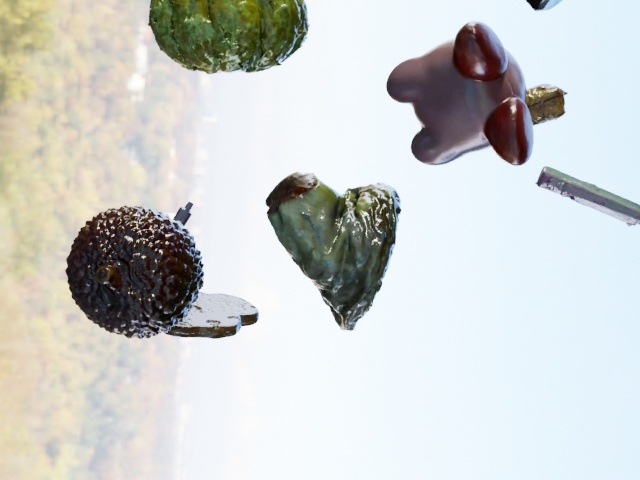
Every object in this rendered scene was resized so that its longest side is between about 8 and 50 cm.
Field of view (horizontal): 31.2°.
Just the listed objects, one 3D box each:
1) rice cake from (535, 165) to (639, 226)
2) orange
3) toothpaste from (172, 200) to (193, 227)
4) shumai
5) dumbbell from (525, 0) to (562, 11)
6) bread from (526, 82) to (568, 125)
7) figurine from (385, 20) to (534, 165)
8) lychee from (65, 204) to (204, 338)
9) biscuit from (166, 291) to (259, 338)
[{"bbox_3d":[0.646,-0.097,2.741,0.081,0.290,0.051,126,-18,-52],"label":"rice cake"},{"bbox_3d":[-0.178,-0.427,2.138,0.300,0.301,0.223,22,-61,56],"label":"orange"},{"bbox_3d":[-0.298,-0.003,2.244,0.170,0.028,0.045,-57,144,3],"label":"toothpaste"},{"bbox_3d":[0.000,0.000,2.286,0.309,0.263,0.304,-99,-148,-74],"label":"shumai"},{"bbox_3d":[0.343,-0.500,1.874,0.218,0.152,0.152,50,-13,7],"label":"dumbbell"},{"bbox_3d":[0.421,-0.267,2.336,0.271,0.139,0.077,-72,145,-87],"label":"bread"},{"bbox_3d":[0.287,-0.272,2.117,0.261,0.211,0.270,-11,-71,50],"label":"figurine"},{"bbox_3d":[-0.312,0.053,1.978,0.271,0.235,0.236,-13,110,-65],"label":"lychee"},{"bbox_3d":[-0.254,0.148,2.232,0.208,0.290,0.041,28,-66,50],"label":"biscuit"}]
